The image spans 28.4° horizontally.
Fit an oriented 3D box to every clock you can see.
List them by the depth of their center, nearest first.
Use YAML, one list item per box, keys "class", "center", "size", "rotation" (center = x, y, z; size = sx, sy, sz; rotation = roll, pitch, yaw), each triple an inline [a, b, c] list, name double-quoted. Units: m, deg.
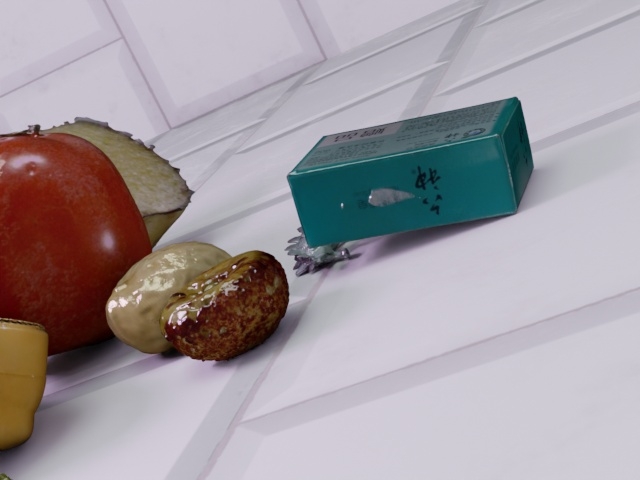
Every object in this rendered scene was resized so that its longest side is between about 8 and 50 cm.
- class: "clock"
  center: [-0.439, 0.156, 1.357]
  size: [0.317, 0.200, 0.244]
  rotation: [-7, -8, 34]

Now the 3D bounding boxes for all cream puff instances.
- class: "cream puff"
  center: [-0.096, 0.074, 1.318]
  size: [0.149, 0.084, 0.149]
  rotation: [-28, 11, 6]

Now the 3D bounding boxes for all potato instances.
- class: "potato"
  center: [-0.377, -0.021, 1.921]
  size: [0.301, 0.288, 0.237]
  rotation: [-23, -37, -52]

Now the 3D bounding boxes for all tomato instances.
- class: "tomato"
  center: [-0.367, 0.005, 1.587]
  size: [0.293, 0.290, 0.325]
  rotation: [-16, 1, -27]

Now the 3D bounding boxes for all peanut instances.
- class: "peanut"
  center: [-0.170, 0.063, 1.440]
  size: [0.159, 0.109, 0.140]
  rotation: [-30, -2, -32]

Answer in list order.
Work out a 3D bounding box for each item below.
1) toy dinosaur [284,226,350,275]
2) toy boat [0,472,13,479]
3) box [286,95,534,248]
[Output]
- class: "toy dinosaur"
  center: [-0.001, -0.002, 1.519]
  size: [0.082, 0.039, 0.209]
  rotation: [-24, 13, 14]
- class: "toy boat"
  center: [-0.309, 0.250, 1.197]
  size: [0.063, 0.016, 0.115]
  rotation: [-33, 14, -26]
- class: "box"
  center: [0.103, -0.076, 1.406]
  size: [0.244, 0.092, 0.153]
  rotation: [-9, 18, 21]
